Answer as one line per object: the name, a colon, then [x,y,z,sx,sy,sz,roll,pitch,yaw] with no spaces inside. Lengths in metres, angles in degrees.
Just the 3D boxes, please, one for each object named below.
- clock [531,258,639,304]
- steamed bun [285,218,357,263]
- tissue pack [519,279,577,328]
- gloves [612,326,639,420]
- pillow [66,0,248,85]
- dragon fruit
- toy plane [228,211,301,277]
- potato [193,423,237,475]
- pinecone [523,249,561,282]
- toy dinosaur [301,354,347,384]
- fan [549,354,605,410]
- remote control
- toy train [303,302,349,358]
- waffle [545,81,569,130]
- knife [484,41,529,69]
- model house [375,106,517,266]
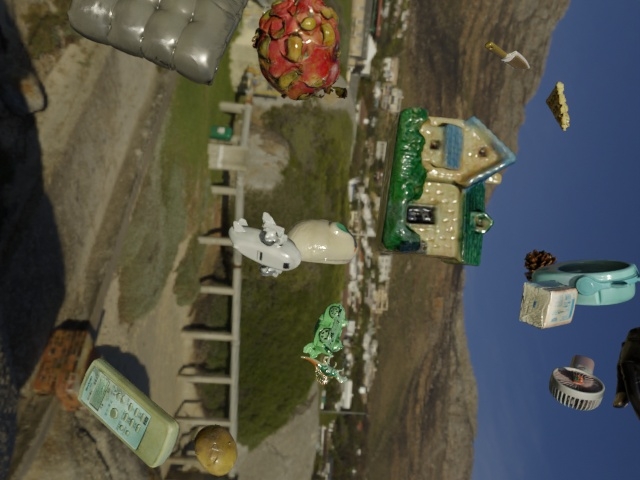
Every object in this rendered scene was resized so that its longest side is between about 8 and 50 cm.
clock: [0.746,0.115,1.487,0.274,0.223,0.094,8,-73,65]
steamed bun: [0.000,0.000,1.642,0.177,0.228,0.131,-151,-115,-82]
tissue pack: [0.399,0.111,0.947,0.058,0.094,0.074,18,-76,50]
gloves: [0.908,0.385,1.506,0.197,0.152,0.301,-30,-134,45]
pillow: [-0.219,-0.416,0.843,0.101,0.228,0.326,130,-21,-73]
dragon fruit: [-0.053,-0.535,1.506,0.291,0.250,0.269,130,-55,-68]
toy plane: [-0.119,0.009,1.165,0.174,0.174,0.080,99,18,-47]
potato: [-0.362,0.714,1.861,0.137,0.176,0.137,-36,147,-29]
pinecone: [0.948,0.117,2.324,0.173,0.173,0.174,-176,-90,-86]
toy dinosaur: [0.013,0.473,1.971,0.044,0.187,0.106,-7,-100,58]
fan: [0.700,0.374,1.471,0.244,0.130,0.074,-24,124,-57]
remote control: [-0.366,0.323,1.024,0.098,0.233,0.038,-64,156,10]
toy train: [0.018,0.240,1.438,0.099,0.081,0.149,55,47,-56]
waffle: [0.741,-0.409,1.656,0.125,0.032,0.191,65,13,5]
knife: [0.516,-0.498,1.473,0.046,0.256,0.022,-23,-106,38]
model house: [0.343,-0.131,1.486,0.334,0.342,0.382,85,13,-88]
